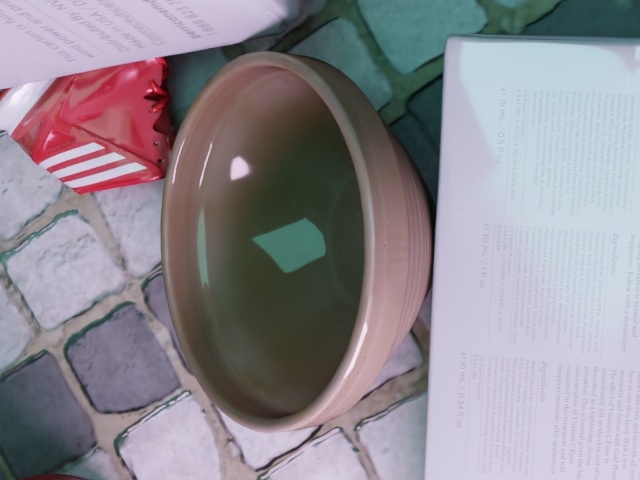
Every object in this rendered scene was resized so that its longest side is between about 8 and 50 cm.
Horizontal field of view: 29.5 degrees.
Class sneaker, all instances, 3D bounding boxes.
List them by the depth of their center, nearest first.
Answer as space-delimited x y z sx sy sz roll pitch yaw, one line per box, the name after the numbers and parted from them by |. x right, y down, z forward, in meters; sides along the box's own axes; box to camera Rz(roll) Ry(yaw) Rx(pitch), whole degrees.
-0.120 -0.124 0.877 0.221 0.087 0.128 -44 98 11 | sneaker

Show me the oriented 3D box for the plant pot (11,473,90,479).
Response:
-0.234 0.279 0.806 0.272 0.265 0.272 0 91 16 | plant pot

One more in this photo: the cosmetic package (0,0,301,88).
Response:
-0.226 -0.331 0.712 0.327 0.329 0.394 -8 76 20 | cosmetic package

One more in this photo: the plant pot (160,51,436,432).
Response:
0.000 0.000 0.787 0.237 0.109 0.237 4 95 54 | plant pot

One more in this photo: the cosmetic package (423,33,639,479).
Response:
0.214 0.068 0.739 0.284 0.097 0.377 6 100 18 | cosmetic package
